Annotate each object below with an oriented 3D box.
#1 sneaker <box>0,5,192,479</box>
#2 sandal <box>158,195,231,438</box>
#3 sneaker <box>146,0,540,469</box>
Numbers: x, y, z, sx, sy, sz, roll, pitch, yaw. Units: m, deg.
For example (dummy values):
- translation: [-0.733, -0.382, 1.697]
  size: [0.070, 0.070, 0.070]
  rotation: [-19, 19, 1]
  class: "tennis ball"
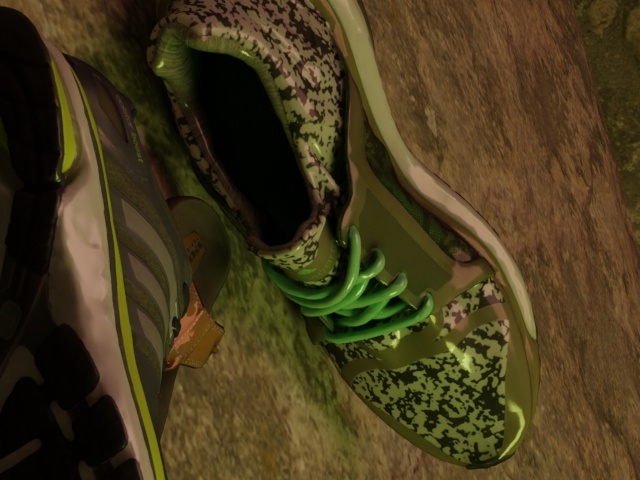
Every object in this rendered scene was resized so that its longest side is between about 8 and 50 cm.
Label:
- translation: [-0.099, 0.049, 0.606]
  size: [0.121, 0.111, 0.299]
  rotation: [1, 81, -63]
  class: "sneaker"
- translation: [-0.079, 0.039, 0.745]
  size: [0.090, 0.060, 0.219]
  rotation: [64, 24, -20]
  class: "sandal"
- translation: [0.000, 0.000, 0.858]
  size: [0.410, 0.158, 0.182]
  rotation: [58, 28, -15]
  class: "sneaker"
